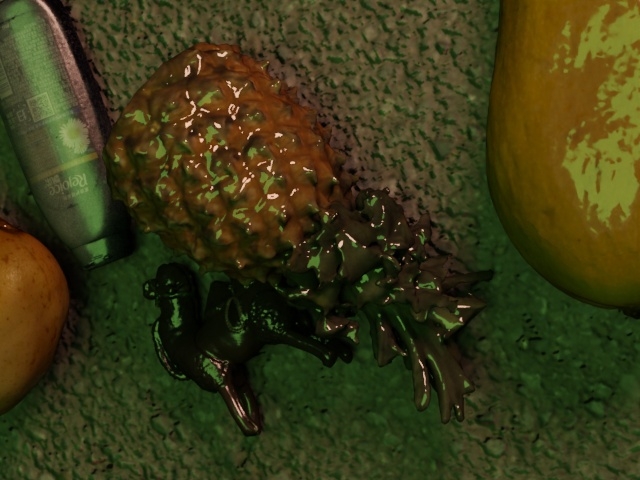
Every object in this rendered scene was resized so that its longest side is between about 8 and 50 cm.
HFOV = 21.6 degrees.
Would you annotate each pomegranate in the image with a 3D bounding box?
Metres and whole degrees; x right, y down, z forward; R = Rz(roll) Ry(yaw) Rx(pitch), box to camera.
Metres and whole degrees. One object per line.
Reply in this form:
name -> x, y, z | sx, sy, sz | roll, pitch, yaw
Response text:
pomegranate -> -0.308, 0.070, 1.395 | 0.196, 0.196, 0.196 | 3, 99, 19

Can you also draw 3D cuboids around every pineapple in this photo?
pineapple -> 0.000, 0.000, 1.280 | 0.340, 0.169, 0.169 | 40, 108, 7

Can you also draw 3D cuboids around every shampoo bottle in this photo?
shampoo bottle -> -0.216, -0.091, 1.398 | 0.087, 0.049, 0.233 | -21, 90, 19

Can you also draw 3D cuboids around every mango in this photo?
mango -> 0.218, -0.112, 1.193 | 0.195, 0.142, 0.331 | 5, 97, 14

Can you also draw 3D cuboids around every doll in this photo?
doll -> -0.072, 0.075, 1.370 | 0.139, 0.057, 0.165 | -45, 77, 22
